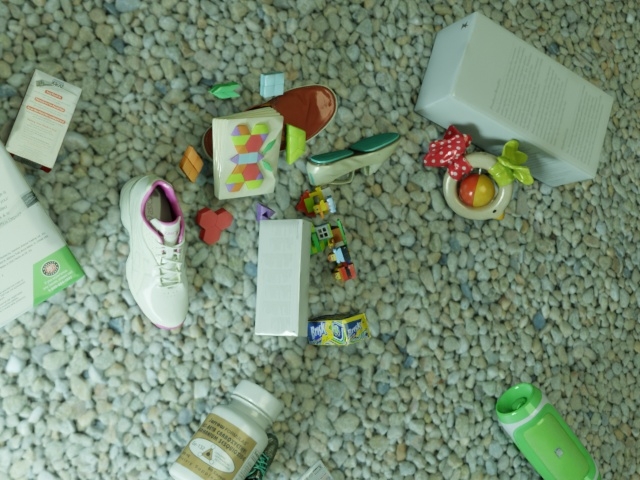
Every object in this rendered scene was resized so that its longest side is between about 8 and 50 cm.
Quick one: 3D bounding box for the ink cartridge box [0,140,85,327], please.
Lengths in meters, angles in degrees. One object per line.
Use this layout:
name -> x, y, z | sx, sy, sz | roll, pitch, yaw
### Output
ink cartridge box -> -0.587, -0.004, 1.513 | 0.211, 0.121, 0.289 | -34, 100, -27

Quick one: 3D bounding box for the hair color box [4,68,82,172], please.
hair color box -> -0.519, -0.222, 1.612 | 0.093, 0.053, 0.167 | 22, 76, -23

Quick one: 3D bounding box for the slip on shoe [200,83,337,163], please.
slip on shoe -> -0.092, -0.247, 1.815 | 0.331, 0.101, 0.123 | -25, 95, -29

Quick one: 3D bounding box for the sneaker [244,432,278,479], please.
sneaker -> -0.130, 0.463, 1.733 | 0.065, 0.076, 0.166 | 43, 67, -19

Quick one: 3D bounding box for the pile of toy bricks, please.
pile of toy bricks -> 0.000, 0.000, 1.847 | 0.105, 0.118, 0.212 | -17, 104, 4

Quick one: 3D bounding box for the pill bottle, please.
pill bottle -> -0.177, 0.392, 1.684 | 0.131, 0.131, 0.229 | 43, 67, -18

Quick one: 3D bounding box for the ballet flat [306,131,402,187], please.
ballet flat -> 0.077, -0.174, 1.917 | 0.248, 0.086, 0.086 | -19, 94, -27

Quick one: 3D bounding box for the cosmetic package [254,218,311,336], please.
cosmetic package -> -0.075, 0.078, 1.786 | 0.060, 0.098, 0.239 | 18, 73, -66

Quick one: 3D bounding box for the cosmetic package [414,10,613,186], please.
cosmetic package -> 0.473, -0.328, 2.087 | 0.453, 0.161, 0.230 | 25, 74, -24

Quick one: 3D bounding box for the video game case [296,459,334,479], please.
video game case -> 0.000, 0.540, 1.831 | 0.087, 0.011, 0.122 | -39, 102, -26

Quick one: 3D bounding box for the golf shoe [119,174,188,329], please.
golf shoe -> -0.308, 0.021, 1.651 | 0.115, 0.140, 0.306 | -14, 93, -30

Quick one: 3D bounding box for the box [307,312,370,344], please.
box -> 0.032, 0.185, 1.795 | 0.059, 0.169, 0.054 | -15, 91, -29

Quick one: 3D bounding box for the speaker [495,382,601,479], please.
speaker -> 0.544, 0.482, 2.061 | 0.131, 0.131, 0.296 | -45, 105, -24

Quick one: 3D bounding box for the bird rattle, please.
bird rattle -> 0.362, -0.146, 2.010 | 0.253, 0.143, 0.207 | 7, 111, 2

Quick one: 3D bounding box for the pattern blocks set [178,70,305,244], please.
pattern blocks set -> -0.148, -0.168, 1.725 | 0.285, 0.026, 0.325 | -25, 128, -28
